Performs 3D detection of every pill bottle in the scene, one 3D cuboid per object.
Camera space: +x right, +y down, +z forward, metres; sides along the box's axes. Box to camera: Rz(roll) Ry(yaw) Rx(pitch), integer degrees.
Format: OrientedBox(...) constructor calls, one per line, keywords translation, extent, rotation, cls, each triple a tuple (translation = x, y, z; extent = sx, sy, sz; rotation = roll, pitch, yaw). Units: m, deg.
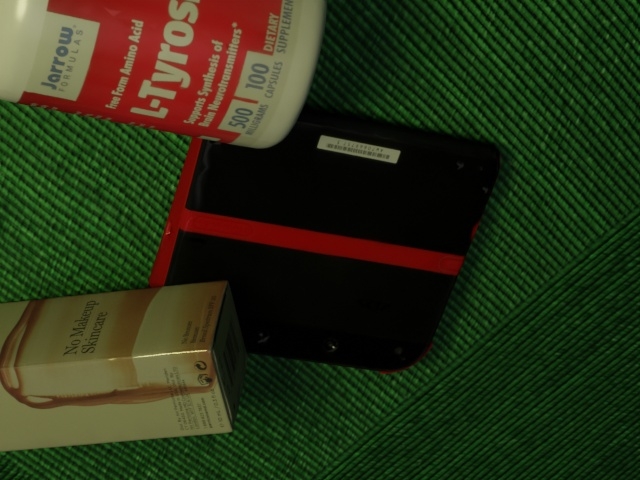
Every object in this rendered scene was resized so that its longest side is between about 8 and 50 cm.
OrientedBox(translation=(-0.218, -0.238, 1.504), extent=(0.407, 0.229, 0.229), rotation=(9, 118, -19), cls="pill bottle")

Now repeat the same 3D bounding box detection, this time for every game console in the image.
OrientedBox(translation=(0.000, 0.000, 1.818), extent=(0.386, 0.060, 0.342), rotation=(9, 115, -20), cls="game console")

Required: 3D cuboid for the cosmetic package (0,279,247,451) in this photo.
OrientedBox(translation=(-0.248, 0.148, 1.739), extent=(0.296, 0.153, 0.129), rotation=(-7, 122, 8), cls="cosmetic package")
